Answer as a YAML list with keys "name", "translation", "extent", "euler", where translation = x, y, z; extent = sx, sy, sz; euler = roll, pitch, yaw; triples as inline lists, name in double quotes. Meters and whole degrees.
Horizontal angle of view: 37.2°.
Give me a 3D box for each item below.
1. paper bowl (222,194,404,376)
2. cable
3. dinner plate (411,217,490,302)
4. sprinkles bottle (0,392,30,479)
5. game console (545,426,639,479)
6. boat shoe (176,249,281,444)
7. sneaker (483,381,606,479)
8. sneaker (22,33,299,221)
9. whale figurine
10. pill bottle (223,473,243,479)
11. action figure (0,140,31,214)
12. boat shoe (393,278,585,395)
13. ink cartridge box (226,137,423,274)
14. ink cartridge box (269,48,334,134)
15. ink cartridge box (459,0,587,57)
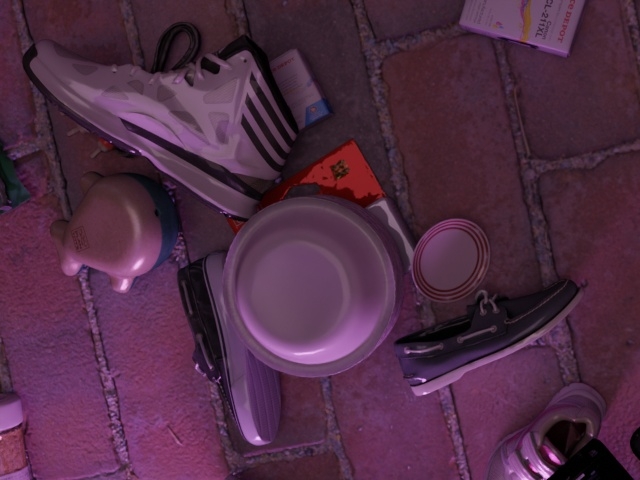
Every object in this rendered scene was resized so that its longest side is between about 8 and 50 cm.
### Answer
- name: "paper bowl"
  translation: [-0.018, 0.072, 1.487]
  extent: [0.284, 0.148, 0.285]
  euler: [2, 97, 15]
- name: "cable"
  translation: [-0.307, -0.248, 1.627]
  extent: [0.287, 0.072, 0.139]
  euler: [-37, 88, 16]
- name: "dinner plate"
  translation: [0.207, 0.031, 1.521]
  extent: [0.141, 0.017, 0.141]
  euler: [-5, 106, -19]
- name: "sprinkles bottle"
  translation: [-0.589, 0.465, 1.739]
  extent: [0.121, 0.121, 0.356]
  euler: [-6, 94, 15]
- name: "game console"
  translation: [0.516, 0.340, 1.454]
  extent: [0.361, 0.044, 0.213]
  euler: [-41, 114, 2]
- name: "boat shoe"
  translation: [-0.158, 0.187, 1.620]
  extent: [0.119, 0.121, 0.335]
  euler: [-19, 79, 23]
- name: "sneaker"
  translation: [0.345, 0.334, 1.494]
  extent: [0.103, 0.111, 0.252]
  euler: [39, 103, 8]
- name: "sneaker"
  translation: [-0.233, -0.250, 1.524]
  extent: [0.447, 0.169, 0.258]
  euler: [33, 99, -4]
- name: "whale figurine"
  translation: [-0.355, -0.018, 1.649]
  extent: [0.272, 0.141, 0.216]
  euler: [-19, 90, 40]
- name: "pill bottle"
  translation: [-0.092, 0.495, 1.616]
  extent: [0.208, 0.119, 0.119]
  euler: [29, 101, 10]
- name: "action figure"
  translation: [-0.624, -0.156, 1.727]
  extent: [0.137, 0.063, 0.232]
  euler: [-24, 85, 18]
- name: "boat shoe"
  translation: [0.258, 0.134, 1.498]
  extent: [0.319, 0.116, 0.099]
  euler: [-32, 91, 20]
- name: "ink cartridge box"
  translation: [0.000, 0.000, 1.580]
  extent: [0.275, 0.060, 0.239]
  euler: [-31, 88, 15]
- name: "ink cartridge box"
  translation: [-0.045, -0.243, 1.572]
  extent: [0.088, 0.052, 0.123]
  euler: [-27, 89, 15]
- name: "ink cartridge box"
  translation: [0.317, -0.367, 1.458]
  extent: [0.175, 0.072, 0.128]
  euler: [18, 99, 13]
